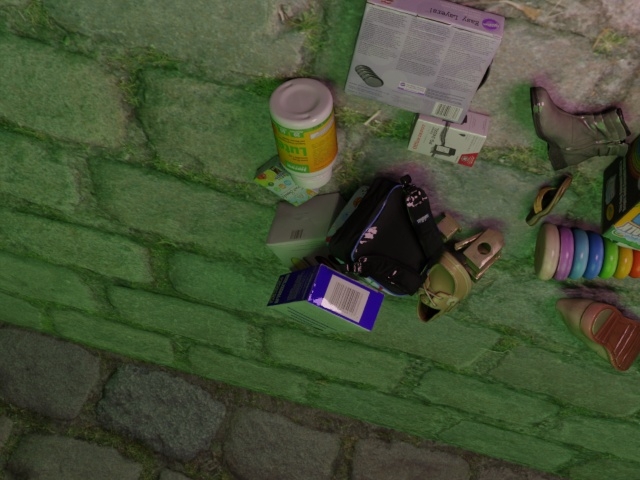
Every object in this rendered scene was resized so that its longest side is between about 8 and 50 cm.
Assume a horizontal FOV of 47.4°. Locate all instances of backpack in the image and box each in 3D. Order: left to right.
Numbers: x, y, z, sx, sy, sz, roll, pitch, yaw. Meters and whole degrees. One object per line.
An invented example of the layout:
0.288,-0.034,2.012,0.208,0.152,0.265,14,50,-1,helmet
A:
0.163,0.005,1.791,0.263,0.276,0.213,42,173,-33,backpack

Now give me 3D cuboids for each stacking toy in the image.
0.692,0.044,1.749,0.330,0.141,0.141,7,148,5,stacking toy

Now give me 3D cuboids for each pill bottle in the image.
-0.032,-0.226,1.614,0.136,0.136,0.246,8,148,11,pill bottle

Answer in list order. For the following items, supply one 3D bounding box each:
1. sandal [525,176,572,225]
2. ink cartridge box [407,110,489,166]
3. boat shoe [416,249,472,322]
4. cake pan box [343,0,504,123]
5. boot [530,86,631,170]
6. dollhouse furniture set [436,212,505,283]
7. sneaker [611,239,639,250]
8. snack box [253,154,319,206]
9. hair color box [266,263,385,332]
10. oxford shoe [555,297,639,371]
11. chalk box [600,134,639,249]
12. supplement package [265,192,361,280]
0.513,-0.091,1.672,0.049,0.072,0.180,38,152,4,sandal
0.269,-0.228,1.552,0.150,0.063,0.109,14,149,1,ink cartridge box
0.331,0.144,2.017,0.121,0.110,0.341,48,164,24,boat shoe
0.193,-0.349,1.390,0.267,0.070,0.246,15,151,1,cake pan box
0.514,-0.236,1.434,0.161,0.083,0.246,-13,145,28,boot
0.386,0.004,1.887,0.161,0.101,0.182,46,176,17,dollhouse furniture set
0.783,0.004,1.660,0.235,0.090,0.095,2,136,23,sneaker
-0.085,-0.150,1.857,0.141,0.037,0.100,31,147,-25,snack box
0.004,0.156,1.874,0.185,0.110,0.339,27,163,-16,hair color box
0.797,0.252,2.064,0.146,0.140,0.397,28,172,48,oxford shoe
0.692,-0.089,1.479,0.179,0.180,0.289,17,150,-2,chalk box
0.000,0.000,1.950,0.194,0.149,0.203,-6,142,33,supplement package
